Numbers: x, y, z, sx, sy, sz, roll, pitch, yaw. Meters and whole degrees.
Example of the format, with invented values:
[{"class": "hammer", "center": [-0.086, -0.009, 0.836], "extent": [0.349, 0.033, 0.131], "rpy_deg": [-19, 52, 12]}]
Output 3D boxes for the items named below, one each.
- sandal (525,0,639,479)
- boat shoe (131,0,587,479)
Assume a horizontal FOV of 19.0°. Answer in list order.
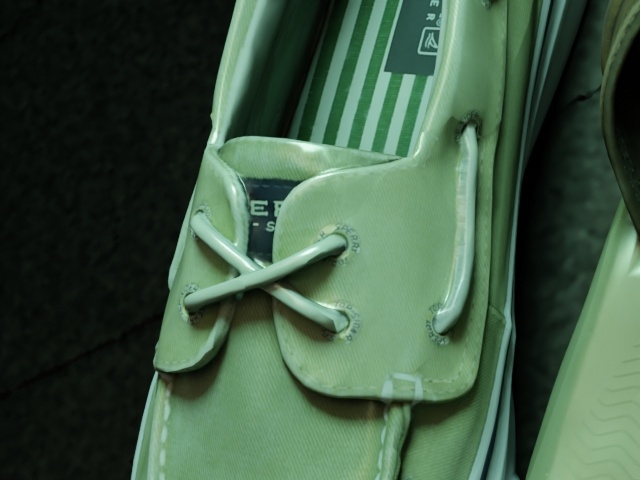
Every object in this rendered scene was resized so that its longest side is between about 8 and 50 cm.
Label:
[{"class": "sandal", "center": [0.118, -0.029, 0.464], "extent": [0.120, 0.086, 0.302], "rpy_deg": [6, 73, 29]}, {"class": "boat shoe", "center": [0.000, 0.000, 0.507], "extent": [0.109, 0.094, 0.302], "rpy_deg": [4, 72, 28]}]
